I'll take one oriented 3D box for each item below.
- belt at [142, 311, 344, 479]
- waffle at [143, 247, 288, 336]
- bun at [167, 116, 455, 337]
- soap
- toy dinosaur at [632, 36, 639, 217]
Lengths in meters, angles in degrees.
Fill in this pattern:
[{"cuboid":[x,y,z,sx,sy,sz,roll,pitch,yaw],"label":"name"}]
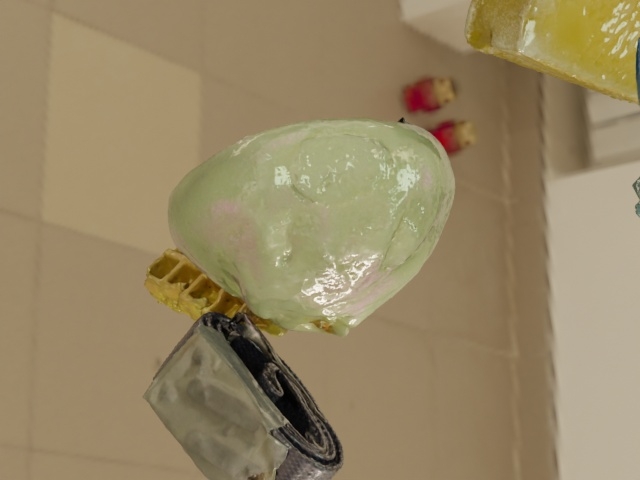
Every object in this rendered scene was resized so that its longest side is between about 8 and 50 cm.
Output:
[{"cuboid":[-0.072,0.178,1.639,0.139,0.126,0.230,10,35,-55],"label":"belt"},{"cuboid":[-0.057,0.021,1.791,0.229,0.219,0.057,-44,134,-19],"label":"waffle"},{"cuboid":[0.000,0.000,1.548,0.293,0.293,0.187,6,66,-51],"label":"bun"},{"cuboid":[0.308,-0.255,1.672,0.315,0.091,0.199,13,101,-43],"label":"soap"},{"cuboid":[0.353,-0.038,1.451,0.076,0.144,0.329,20,26,-54],"label":"toy dinosaur"}]
